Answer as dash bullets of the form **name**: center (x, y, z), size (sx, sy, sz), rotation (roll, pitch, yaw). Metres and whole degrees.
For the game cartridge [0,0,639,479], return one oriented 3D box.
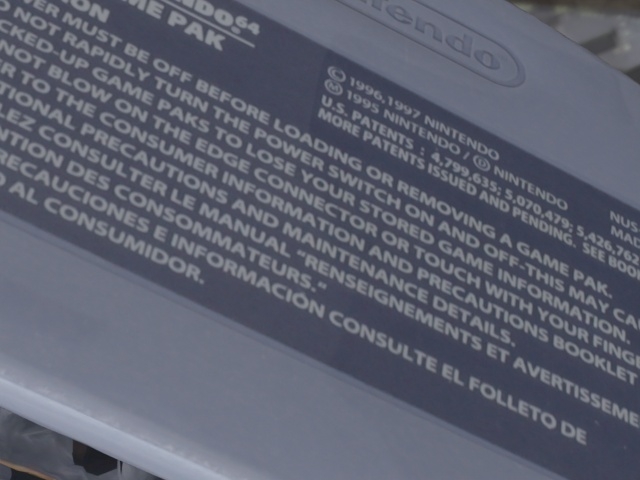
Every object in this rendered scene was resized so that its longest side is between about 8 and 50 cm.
- **game cartridge**: center (0.000, 0.000, 0.392), size (0.297, 0.198, 0.062), rotation (26, 127, -12)
